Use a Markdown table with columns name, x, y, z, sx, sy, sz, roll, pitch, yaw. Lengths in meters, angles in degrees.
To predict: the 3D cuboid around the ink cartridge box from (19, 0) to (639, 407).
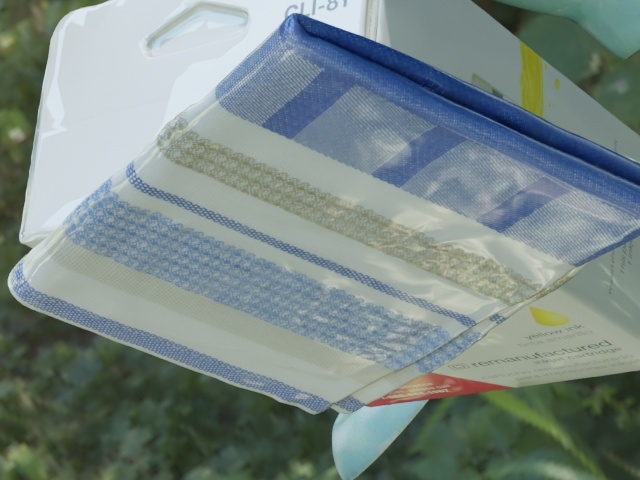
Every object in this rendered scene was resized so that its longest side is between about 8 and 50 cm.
| name | x | y | z | sx | sy | sz | roll | pitch | yaw |
| --- | --- | --- | --- | --- | --- | --- | --- | --- | --- |
| ink cartridge box | 0.032 | -0.025 | 1.237 | 0.279 | 0.385 | 0.160 | -11 | 63 | 36 |

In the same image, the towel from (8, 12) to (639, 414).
| name | x | y | z | sx | sy | sz | roll | pitch | yaw |
| --- | --- | --- | --- | --- | --- | --- | --- | --- | --- |
| towel | 0.000 | 0.000 | 0.854 | 0.285 | 0.209 | 0.034 | -37 | 39 | 50 |

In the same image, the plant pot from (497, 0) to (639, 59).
| name | x | y | z | sx | sy | sz | roll | pitch | yaw |
| --- | --- | --- | --- | --- | --- | --- | --- | --- | --- |
| plant pot | 0.119 | -0.192 | 0.670 | 0.293 | 0.196 | 0.293 | -40 | -1 | -1 |

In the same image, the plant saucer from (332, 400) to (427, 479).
| name | x | y | z | sx | sy | sz | roll | pitch | yaw |
| --- | --- | --- | --- | --- | --- | --- | --- | --- | --- |
| plant saucer | 0.104 | 0.094 | 1.770 | 0.317 | 0.044 | 0.317 | -52 | 0 | 0 |
